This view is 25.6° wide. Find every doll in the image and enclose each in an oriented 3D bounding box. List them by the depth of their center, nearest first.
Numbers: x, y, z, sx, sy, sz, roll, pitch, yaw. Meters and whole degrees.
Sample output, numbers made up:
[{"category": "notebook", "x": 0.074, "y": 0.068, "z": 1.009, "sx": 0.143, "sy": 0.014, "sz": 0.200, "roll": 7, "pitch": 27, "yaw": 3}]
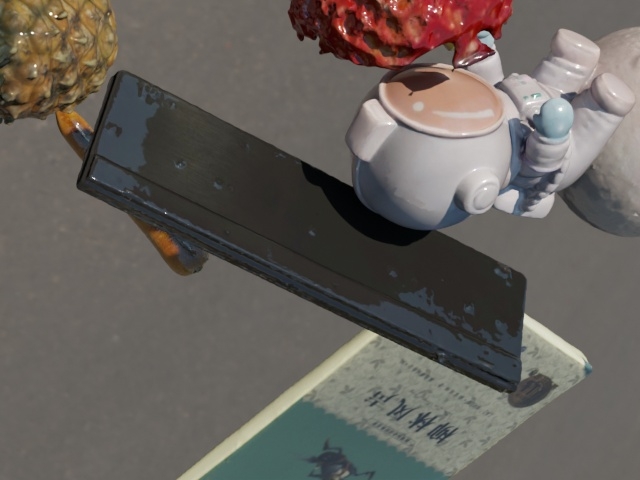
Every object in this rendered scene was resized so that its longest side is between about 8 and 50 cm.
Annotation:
[{"category": "doll", "x": 0.142, "y": -0.065, "z": 0.910, "sx": 0.287, "sy": 0.151, "sz": 0.151, "roll": -5, "pitch": 111, "yaw": -26}]

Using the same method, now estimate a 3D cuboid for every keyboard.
[{"category": "keyboard", "x": 0.000, "y": 0.000, "z": 0.867, "sx": 0.310, "sy": 0.018, "sz": 0.101, "roll": 26, "pitch": 49, "yaw": -20}]

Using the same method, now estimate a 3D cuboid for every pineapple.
[{"category": "pineapple", "x": -0.249, "y": -0.128, "z": 0.980, "sx": 0.248, "sy": 0.128, "sz": 0.128, "roll": -36, "pitch": 133, "yaw": -57}]

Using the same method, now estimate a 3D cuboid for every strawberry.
[{"category": "strawberry", "x": 0.046, "y": -0.160, "z": 0.832, "sx": 0.145, "sy": 0.145, "sz": 0.086, "roll": -52, "pitch": 141, "yaw": -36}]

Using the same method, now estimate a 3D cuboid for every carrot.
[{"category": "carrot", "x": -0.168, "y": -0.044, "z": 1.220, "sx": 0.037, "sy": 0.190, "sz": 0.037, "roll": -43, "pitch": -177, "yaw": 3}]

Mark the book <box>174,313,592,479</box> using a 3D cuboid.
[{"category": "book", "x": 0.058, "y": 0.187, "z": 1.395, "sx": 0.379, "sy": 0.031, "sz": 0.264, "roll": -41, "pitch": 135, "yaw": 16}]
